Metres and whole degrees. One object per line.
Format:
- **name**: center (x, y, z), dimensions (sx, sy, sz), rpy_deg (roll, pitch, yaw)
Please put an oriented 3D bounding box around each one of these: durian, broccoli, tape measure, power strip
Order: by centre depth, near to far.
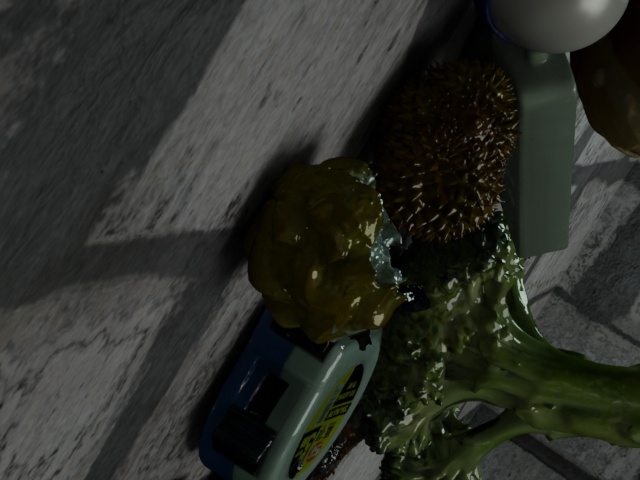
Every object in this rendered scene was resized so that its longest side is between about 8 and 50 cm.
- **durian**: center (0.104, -0.074, 1.461), dimensions (0.158, 0.137, 0.168), rpy_deg (-53, -178, -26)
- **power strip**: center (0.204, -0.095, 1.609), dimensions (0.062, 0.091, 0.385), rpy_deg (-16, 156, 0)
- **tape measure**: center (-0.003, 0.134, 1.634), dimensions (0.215, 0.098, 0.351), rpy_deg (-61, 164, 11)
- **broccoli**: center (0.234, 0.118, 1.891), dimensions (0.353, 0.397, 0.275), rpy_deg (62, 31, -34)

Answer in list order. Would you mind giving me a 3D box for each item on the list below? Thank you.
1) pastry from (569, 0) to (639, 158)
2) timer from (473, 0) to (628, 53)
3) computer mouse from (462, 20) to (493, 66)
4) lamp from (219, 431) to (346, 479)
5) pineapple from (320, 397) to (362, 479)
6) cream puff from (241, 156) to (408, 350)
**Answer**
- **pastry**: center (0.407, -0.274, 1.755), dimensions (0.409, 0.245, 0.409), rpy_deg (-57, -174, 10)
- **timer**: center (0.276, -0.308, 1.358), dimensions (0.383, 0.270, 0.270), rpy_deg (-43, 170, 10)
- **computer mouse**: center (0.186, -0.191, 1.615), dimensions (0.113, 0.068, 0.229), rpy_deg (-24, 162, -33)
- **lamp**: center (-0.064, 0.286, 1.761), dimensions (0.118, 0.118, 0.253), rpy_deg (-34, 153, -60)
- **pineapple**: center (-0.012, 0.259, 1.965), dimensions (0.233, 0.079, 0.135), rpy_deg (-54, 165, -13)
- **cream puff**: center (0.000, -0.001, 1.304), dimensions (0.121, 0.156, 0.156), rpy_deg (-15, 170, 8)
